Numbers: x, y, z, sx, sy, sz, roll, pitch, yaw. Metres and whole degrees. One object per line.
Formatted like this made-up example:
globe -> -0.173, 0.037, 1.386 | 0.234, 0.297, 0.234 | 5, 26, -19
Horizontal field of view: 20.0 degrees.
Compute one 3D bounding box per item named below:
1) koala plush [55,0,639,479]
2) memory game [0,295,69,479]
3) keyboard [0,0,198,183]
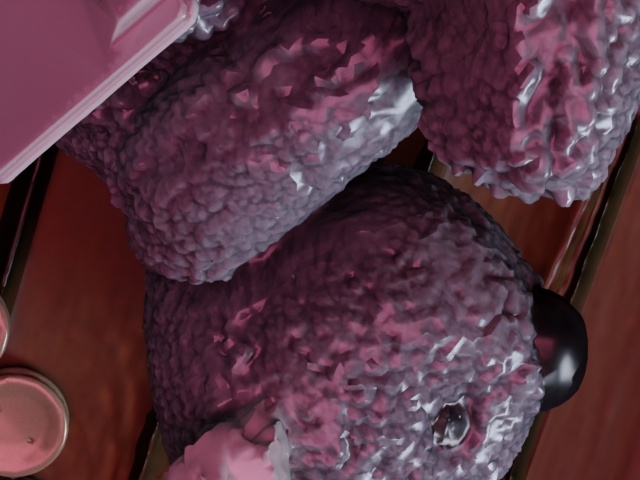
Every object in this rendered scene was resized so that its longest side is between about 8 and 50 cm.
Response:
koala plush -> 0.000, 0.000, 0.518 | 0.203, 0.196, 0.221 | 2, 107, 12
memory game -> -0.175, 0.076, 0.603 | 0.186, 0.012, 0.186 | -1, 105, -5
keyboard -> -0.105, -0.139, 0.464 | 0.072, 0.014, 0.256 | -39, 65, 32
